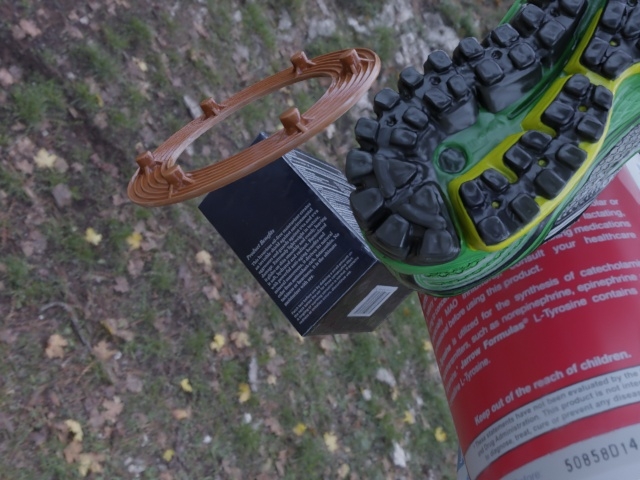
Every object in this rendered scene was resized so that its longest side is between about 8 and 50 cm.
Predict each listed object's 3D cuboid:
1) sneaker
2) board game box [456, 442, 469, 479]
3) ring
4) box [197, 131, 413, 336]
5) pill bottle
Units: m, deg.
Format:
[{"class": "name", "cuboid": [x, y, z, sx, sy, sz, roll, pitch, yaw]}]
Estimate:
[{"class": "sneaker", "cuboid": [0.157, -0.100, 0.431, 0.134, 0.344, 0.146, 49, -7, 20]}, {"class": "board game box", "cuboid": [0.276, 0.182, 0.873, 0.079, 0.336, 0.253, 20, 43, -3]}, {"class": "ring", "cuboid": [-0.087, -0.148, 0.826, 0.032, 0.337, 0.336, 60, 18, -26]}, {"class": "box", "cuboid": [0.000, 0.000, 1.198, 0.294, 0.182, 0.296, 49, 15, 22]}, {"class": "pill bottle", "cuboid": [0.202, 0.052, 0.591, 0.229, 0.229, 0.407, 44, 27, -48]}]
